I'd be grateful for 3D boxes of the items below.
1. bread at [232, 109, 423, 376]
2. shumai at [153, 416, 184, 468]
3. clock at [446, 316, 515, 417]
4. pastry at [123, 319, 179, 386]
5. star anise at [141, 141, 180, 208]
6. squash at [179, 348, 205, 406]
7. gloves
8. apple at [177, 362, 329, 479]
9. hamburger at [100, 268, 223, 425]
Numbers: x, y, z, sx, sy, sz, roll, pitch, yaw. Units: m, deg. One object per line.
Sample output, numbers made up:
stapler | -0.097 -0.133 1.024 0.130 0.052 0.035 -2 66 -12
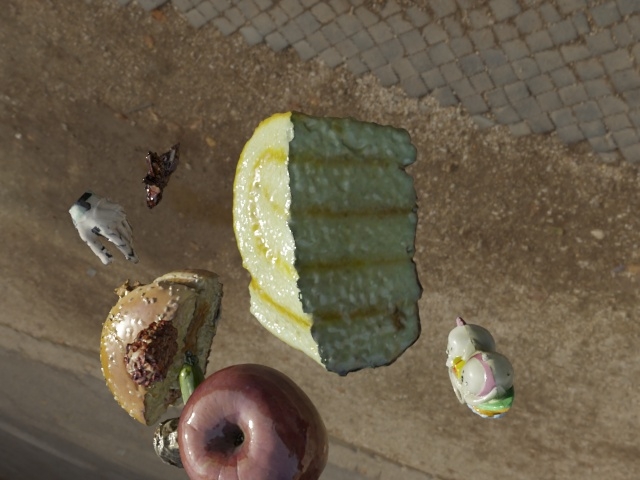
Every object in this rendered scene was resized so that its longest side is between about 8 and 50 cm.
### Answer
bread | -0.002 0.009 1.024 0.239 0.396 0.264 0 174 -32
shumai | -0.431 0.655 2.070 0.205 0.167 0.175 14 148 -40
clock | 0.298 0.241 1.176 0.103 0.231 0.144 -20 117 -3
pastry | -0.374 0.248 1.391 0.097 0.208 0.115 -18 104 2
star anise | -0.378 -0.171 1.513 0.053 0.157 0.212 29 158 7
squash | -0.293 0.428 1.549 0.071 0.319 0.080 -19 170 5
gloves | -0.539 -0.027 1.613 0.212 0.128 0.111 41 115 -11
apple | -0.133 0.398 1.276 0.305 0.306 0.235 12 170 20
hamburger | -0.459 0.262 1.679 0.286 0.268 0.446 25 117 19
